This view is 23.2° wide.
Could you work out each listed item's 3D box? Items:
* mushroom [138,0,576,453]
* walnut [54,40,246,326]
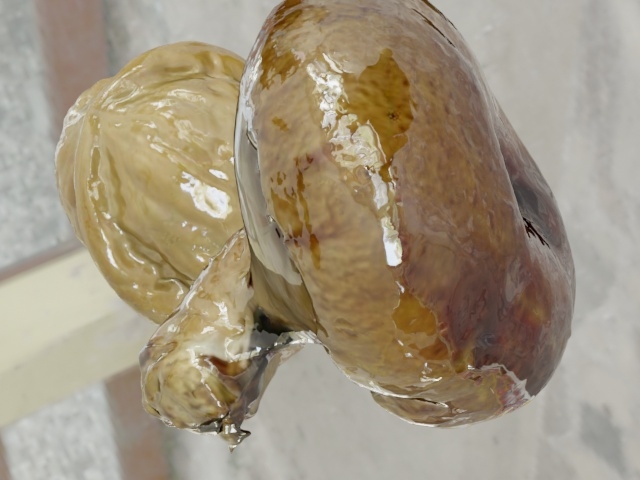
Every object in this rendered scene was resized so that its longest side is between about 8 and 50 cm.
[{"bbox_3d":[0.024,-0.021,0.860,0.267,0.254,0.267,179,90,-89],"label":"mushroom"},{"bbox_3d":[-0.112,-0.046,1.350,0.224,0.257,0.257,9,122,46],"label":"walnut"}]
